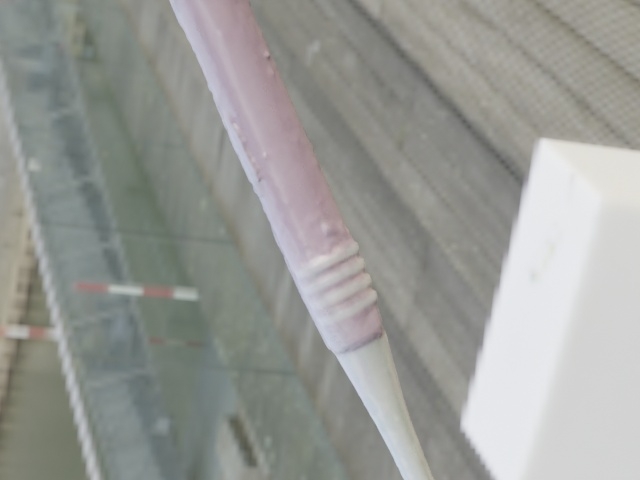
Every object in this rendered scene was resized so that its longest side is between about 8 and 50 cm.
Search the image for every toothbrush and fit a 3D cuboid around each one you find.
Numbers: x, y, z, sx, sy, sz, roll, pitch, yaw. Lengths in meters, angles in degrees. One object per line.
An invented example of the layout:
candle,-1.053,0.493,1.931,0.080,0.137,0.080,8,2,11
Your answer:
toothbrush,0.000,0.000,0.553,0.354,0.024,0.029,66,164,-7
